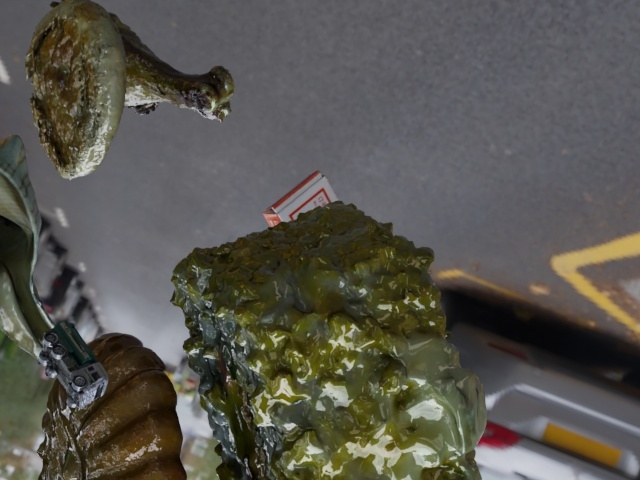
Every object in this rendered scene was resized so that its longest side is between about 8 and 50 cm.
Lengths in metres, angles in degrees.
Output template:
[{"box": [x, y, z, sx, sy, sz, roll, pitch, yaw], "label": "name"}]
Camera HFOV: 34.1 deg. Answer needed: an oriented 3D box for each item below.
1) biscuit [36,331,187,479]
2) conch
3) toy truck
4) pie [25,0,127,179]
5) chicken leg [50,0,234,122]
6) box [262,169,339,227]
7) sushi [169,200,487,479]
[{"box": [-0.260, 0.267, 1.235, 0.107, 0.326, 0.325, 4, 179, -29], "label": "biscuit"}, {"box": [-0.406, -0.043, 1.167, 0.386, 0.203, 0.170, 46, -160, -24], "label": "conch"}, {"box": [-0.232, 0.116, 0.982, 0.083, 0.044, 0.039, 49, 138, 22], "label": "toy truck"}, {"box": [-0.354, -0.221, 1.489, 0.055, 0.274, 0.274, -2, -173, -38], "label": "pie"}, {"box": [-0.300, -0.265, 1.710, 0.361, 0.140, 0.211, 32, 167, 15], "label": "chicken leg"}, {"box": [0.000, 0.000, 1.842, 0.050, 0.123, 0.229, 9, 134, 55], "label": "box"}, {"box": [0.007, 0.172, 1.100, 0.240, 0.397, 0.351, -16, -168, -17], "label": "sushi"}]
